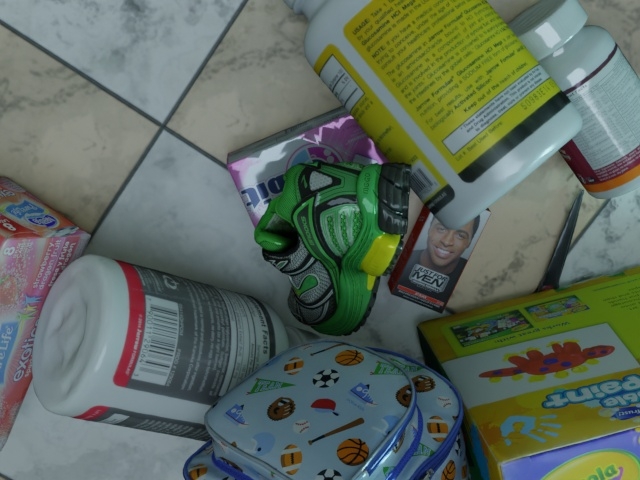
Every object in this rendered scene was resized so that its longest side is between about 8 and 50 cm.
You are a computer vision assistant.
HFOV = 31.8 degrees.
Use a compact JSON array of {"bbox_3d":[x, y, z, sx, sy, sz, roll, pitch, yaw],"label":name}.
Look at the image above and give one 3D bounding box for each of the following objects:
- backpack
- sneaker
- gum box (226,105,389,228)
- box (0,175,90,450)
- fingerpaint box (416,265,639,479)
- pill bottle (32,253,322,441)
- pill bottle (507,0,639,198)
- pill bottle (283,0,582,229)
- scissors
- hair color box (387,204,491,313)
[{"bbox_3d":[0.019,0.222,1.164,0.276,0.263,0.213,25,133,33],"label":"backpack"},{"bbox_3d":[0.000,0.000,1.235,0.146,0.343,0.134,11,63,-3],"label":"sneaker"},{"bbox_3d":[-0.003,-0.083,1.315,0.188,0.062,0.107,-22,107,4],"label":"gum box"},{"bbox_3d":[-0.405,0.090,1.274,0.154,0.142,0.300,32,106,22],"label":"box"},{"bbox_3d":[0.370,0.172,1.245,0.444,0.371,0.163,-15,108,-4],"label":"fingerpaint box"},{"bbox_3d":[-0.147,0.135,1.276,0.318,0.176,0.176,18,107,-36],"label":"pill bottle"},{"bbox_3d":[0.300,-0.165,1.279,0.121,0.121,0.221,-36,106,8],"label":"pill bottle"},{"bbox_3d":[0.105,-0.192,1.197,0.188,0.188,0.334,-39,88,9],"label":"pill bottle"},{"bbox_3d":[0.286,0.083,1.412,0.109,0.021,0.297,29,102,-10],"label":"scissors"},{"bbox_3d":[0.143,0.010,1.365,0.072,0.043,0.141,21,104,-9],"label":"hair color box"}]
